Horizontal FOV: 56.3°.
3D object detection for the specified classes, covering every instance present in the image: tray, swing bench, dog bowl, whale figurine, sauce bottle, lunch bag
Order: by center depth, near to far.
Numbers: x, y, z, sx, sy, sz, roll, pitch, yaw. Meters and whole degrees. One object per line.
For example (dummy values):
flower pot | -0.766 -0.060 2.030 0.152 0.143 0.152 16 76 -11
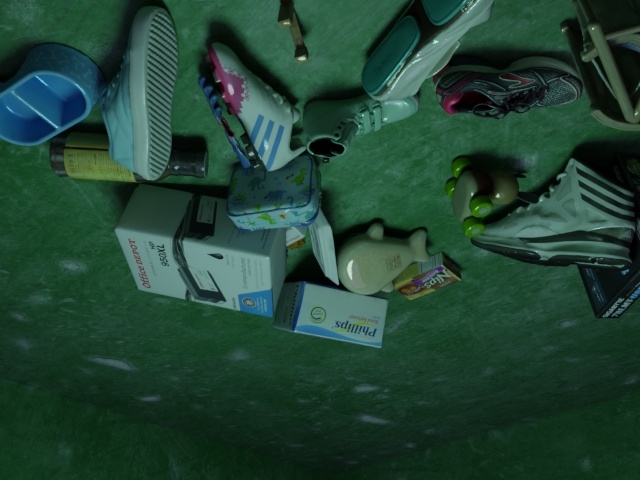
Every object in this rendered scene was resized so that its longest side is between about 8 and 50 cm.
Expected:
swing bench | 0.510 -0.355 1.023 0.165 0.253 0.254 -11 141 15
dog bowl | -0.597 -0.298 1.272 0.298 0.074 0.166 -20 138 25
sauce bottle | -0.436 -0.187 1.385 0.345 0.111 0.111 5 143 -3
lunch bag | -0.107 -0.116 1.426 0.219 0.175 0.090 -8 147 14
tray | 0.000 0.000 1.602 0.030 0.145 0.270 -21 144 -9
whale figurine | 0.169 0.041 1.683 0.272 0.141 0.216 -19 113 -9

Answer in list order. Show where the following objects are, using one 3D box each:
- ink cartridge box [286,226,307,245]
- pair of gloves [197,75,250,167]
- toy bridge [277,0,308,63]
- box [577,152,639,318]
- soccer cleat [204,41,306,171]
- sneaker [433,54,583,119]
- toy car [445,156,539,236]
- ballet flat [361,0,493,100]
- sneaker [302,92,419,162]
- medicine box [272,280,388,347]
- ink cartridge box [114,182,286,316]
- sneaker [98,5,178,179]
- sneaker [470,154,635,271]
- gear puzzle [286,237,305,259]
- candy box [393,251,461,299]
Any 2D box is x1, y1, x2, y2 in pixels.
ink cartridge box | -0.107 -0.045 1.600 0.089 0.052 0.122 -28 123 32
pair of gloves | -0.198 -0.244 1.242 0.023 0.198 0.159 -29 168 -5
toy bridge | -0.063 -0.418 1.107 0.026 0.063 0.188 -11 140 16
box | 0.721 -0.007 1.453 0.074 0.295 0.293 2 144 -5
soccer cleat | -0.128 -0.290 1.264 0.143 0.116 0.331 -25 139 -2
sneaker | 0.383 -0.298 1.221 0.300 0.111 0.120 -1 143 1
toy car | 0.423 -0.115 1.449 0.189 0.154 0.148 -9 144 -8
ballet flat | 0.225 -0.402 1.093 0.139 0.139 0.400 18 144 -22
sneaker | 0.089 -0.239 1.273 0.256 0.151 0.094 -8 141 10
medicine box | 0.023 0.220 1.797 0.264 0.148 0.289 13 171 -16
ink cartridge box | -0.299 0.031 1.573 0.396 0.166 0.285 11 142 6
sneaker | -0.385 -0.296 1.202 0.150 0.135 0.365 20 123 7
sneaker | 0.580 -0.072 1.492 0.169 0.257 0.448 16 175 -31
gear puzzle | -0.191 0.045 1.748 0.339 0.044 0.175 -17 140 22
candy box | 0.320 0.111 1.821 0.187 0.053 0.109 -25 136 32
